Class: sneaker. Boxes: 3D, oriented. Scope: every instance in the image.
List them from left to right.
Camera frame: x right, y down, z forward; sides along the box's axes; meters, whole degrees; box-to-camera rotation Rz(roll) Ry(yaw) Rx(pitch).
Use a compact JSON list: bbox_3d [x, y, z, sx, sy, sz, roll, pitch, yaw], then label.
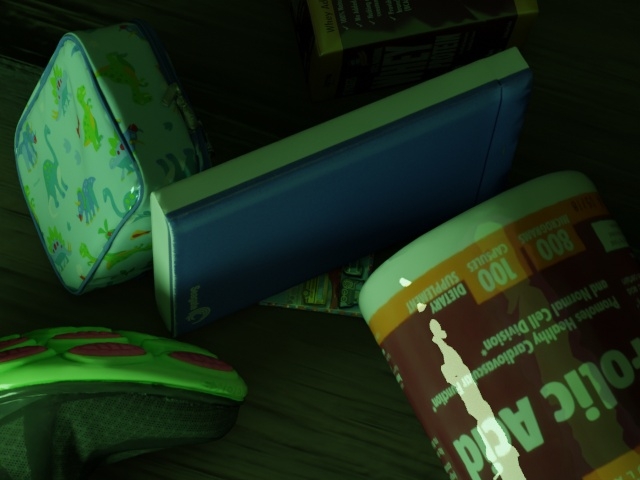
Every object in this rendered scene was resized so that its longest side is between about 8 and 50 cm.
[{"bbox_3d":[-0.289,0.199,1.614,0.482,0.185,0.202,-17,99,-7],"label":"sneaker"}]

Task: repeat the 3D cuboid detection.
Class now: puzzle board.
[{"bbox_3d":[0.000,0.000,1.741,0.096,0.011,0.128,7,75,-2],"label":"puzzle board"}]

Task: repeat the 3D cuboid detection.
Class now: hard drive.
[{"bbox_3d":[0.015,-0.036,1.632,0.318,0.210,0.040,-23,66,-14],"label":"hard drive"}]

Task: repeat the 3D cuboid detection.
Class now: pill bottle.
[{"bbox_3d":[0.212,0.162,1.601,0.224,0.224,0.392,-27,78,-10],"label":"pill bottle"}]

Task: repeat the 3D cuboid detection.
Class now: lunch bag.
[{"bbox_3d":[-0.176,-0.071,1.641,0.090,0.219,0.176,-15,70,-31],"label":"lunch bag"}]

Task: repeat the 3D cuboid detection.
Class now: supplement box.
[{"bbox_3d":[0.068,-0.246,1.748,0.194,0.129,0.191,-12,77,-6],"label":"supplement box"}]
